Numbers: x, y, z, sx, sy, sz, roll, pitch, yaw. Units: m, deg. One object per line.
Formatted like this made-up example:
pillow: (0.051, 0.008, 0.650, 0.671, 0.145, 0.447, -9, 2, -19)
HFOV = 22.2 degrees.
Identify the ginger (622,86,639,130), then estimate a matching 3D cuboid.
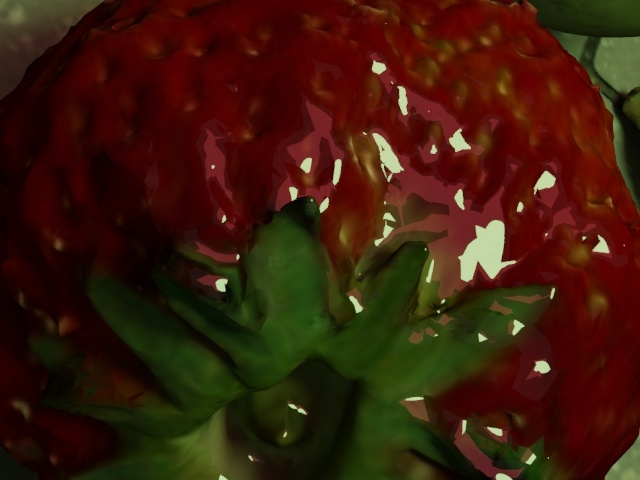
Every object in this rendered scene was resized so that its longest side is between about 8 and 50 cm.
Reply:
ginger: (0.267, -0.104, 0.947, 0.118, 0.065, 0.299, 31, 48, 16)

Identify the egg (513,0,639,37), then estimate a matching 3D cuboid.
egg: (0.128, -0.239, 0.810, 0.218, 0.218, 0.295, -11, 65, -39)

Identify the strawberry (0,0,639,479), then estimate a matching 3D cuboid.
strawberry: (0.000, 0.000, 0.613, 0.257, 0.257, 0.277, 42, 35, -15)
